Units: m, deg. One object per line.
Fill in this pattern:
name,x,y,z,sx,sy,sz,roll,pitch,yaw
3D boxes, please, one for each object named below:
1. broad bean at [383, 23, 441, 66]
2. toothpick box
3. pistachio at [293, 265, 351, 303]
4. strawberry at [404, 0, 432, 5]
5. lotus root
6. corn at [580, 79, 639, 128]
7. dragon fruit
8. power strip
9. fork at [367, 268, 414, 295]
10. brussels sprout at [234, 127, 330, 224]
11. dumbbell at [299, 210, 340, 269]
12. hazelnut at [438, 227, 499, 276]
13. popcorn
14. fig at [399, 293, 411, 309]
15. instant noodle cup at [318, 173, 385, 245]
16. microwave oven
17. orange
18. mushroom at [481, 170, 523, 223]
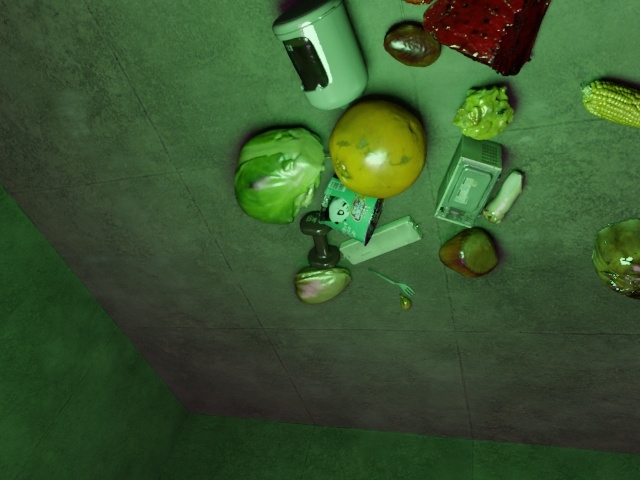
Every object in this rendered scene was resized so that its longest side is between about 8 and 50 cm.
broad bean,0.263,-0.554,1.367,0.165,0.085,0.114,23,151,-12
toothpick box,0.026,-0.531,1.392,0.228,0.229,0.317,-10,129,26
pistachio,0.008,0.195,2.100,0.260,0.163,0.213,-6,151,7
strawberry,0.259,-0.676,1.237,0.082,0.147,0.187,6,-171,-42
lotus root,1.066,0.080,1.625,0.271,0.192,0.272,13,141,11
corn,0.866,-0.365,1.323,0.310,0.102,0.102,19,135,1
dragon fruit,0.457,-0.619,1.225,0.227,0.285,0.330,35,117,29
power strip,0.243,0.001,1.912,0.367,0.043,0.106,-23,121,34
fork,0.305,0.173,2.067,0.235,0.021,0.039,31,130,-9
brussels sprout,-0.148,-0.224,1.672,0.314,0.276,0.371,28,133,-13
dumbbell,0.000,0.000,1.932,0.140,0.124,0.226,8,134,24
hazelnut,0.548,0.041,1.765,0.209,0.210,0.186,19,111,1
popcorn,0.487,-0.377,1.408,0.173,0.142,0.174,12,140,10
fig,0.370,0.267,2.114,0.050,0.050,0.083,-18,113,31
instant noodle cup,0.116,-0.126,1.712,0.190,0.251,0.251,20,135,11
microwave oven,0.482,-0.188,1.555,0.145,0.194,0.241,16,132,2
orange,0.180,-0.284,1.491,0.311,0.312,0.312,9,134,10
mushroom,0.626,-0.150,1.630,0.084,0.071,0.209,43,136,22
